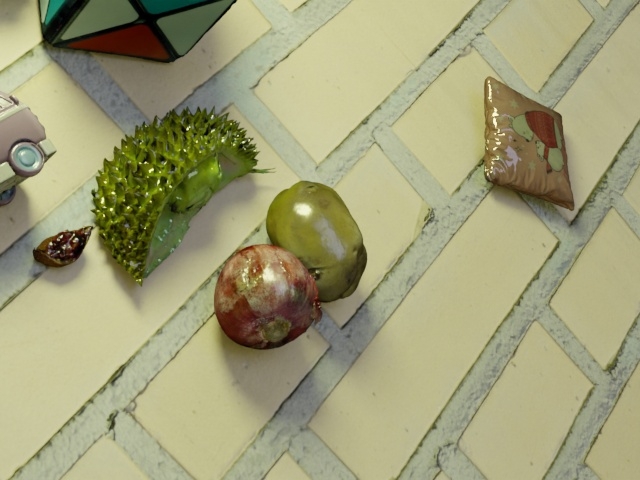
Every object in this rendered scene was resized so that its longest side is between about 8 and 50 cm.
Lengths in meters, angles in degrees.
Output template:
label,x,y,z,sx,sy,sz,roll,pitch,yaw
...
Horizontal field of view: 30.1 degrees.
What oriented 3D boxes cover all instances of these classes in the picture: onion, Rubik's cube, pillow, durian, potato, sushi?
label,x,y,z,sx,sy,sz,roll,pitch,yaw
onion,-0.093,0.071,1.813,0.159,0.159,0.195,8,37,-34
Rubik's cube,-0.287,-0.446,1.840,0.250,0.246,0.248,3,66,-35
pillow,0.407,-0.187,2.336,0.223,0.084,0.236,16,62,-32
durian,-0.224,-0.096,1.836,0.355,0.157,0.170,-45,134,-40
potato,-0.004,0.002,1.907,0.137,0.154,0.200,-25,87,-3
sushi,-0.364,0.009,1.696,0.099,0.047,0.050,-40,98,-40

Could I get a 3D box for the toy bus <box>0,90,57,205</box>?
label,x,y,z,sx,sy,sz,roll,pitch,yaw
toy bus,-0.475,-0.109,1.608,0.202,0.142,0.142,-38,94,-41
